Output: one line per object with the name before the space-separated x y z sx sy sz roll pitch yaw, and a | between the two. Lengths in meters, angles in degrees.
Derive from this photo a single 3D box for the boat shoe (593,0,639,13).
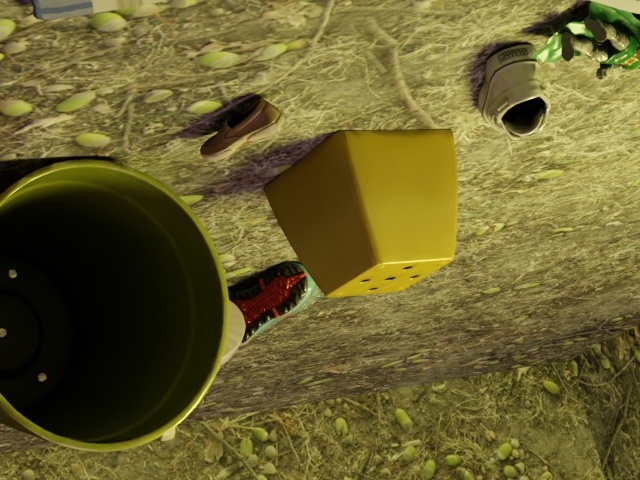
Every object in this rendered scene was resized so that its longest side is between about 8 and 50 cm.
boat shoe | 0.323 -0.312 1.592 0.301 0.108 0.102 3 159 -30

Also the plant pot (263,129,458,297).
plant pot | 0.076 -0.030 2.178 0.212 0.187 0.212 -4 162 -35

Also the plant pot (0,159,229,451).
plant pot | -0.366 0.106 2.037 0.366 0.366 0.353 -4 173 -33

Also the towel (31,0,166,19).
towel | -0.138 -0.275 1.412 0.285 0.034 0.209 -11 167 -6

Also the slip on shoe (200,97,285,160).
slip on shoe | -0.106 -0.140 1.905 0.135 0.051 0.041 -18 127 41

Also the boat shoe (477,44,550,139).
boat shoe | 0.261 -0.176 2.029 0.095 0.084 0.258 -17 164 7

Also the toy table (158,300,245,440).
toy table | -0.276 0.195 2.587 0.274 0.252 0.161 3 144 -16

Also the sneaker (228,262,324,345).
sneaker | -0.090 0.123 2.723 0.262 0.104 0.125 -25 164 34

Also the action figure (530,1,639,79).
action figure | 0.381 -0.247 1.947 0.137 0.063 0.232 -28 163 32
